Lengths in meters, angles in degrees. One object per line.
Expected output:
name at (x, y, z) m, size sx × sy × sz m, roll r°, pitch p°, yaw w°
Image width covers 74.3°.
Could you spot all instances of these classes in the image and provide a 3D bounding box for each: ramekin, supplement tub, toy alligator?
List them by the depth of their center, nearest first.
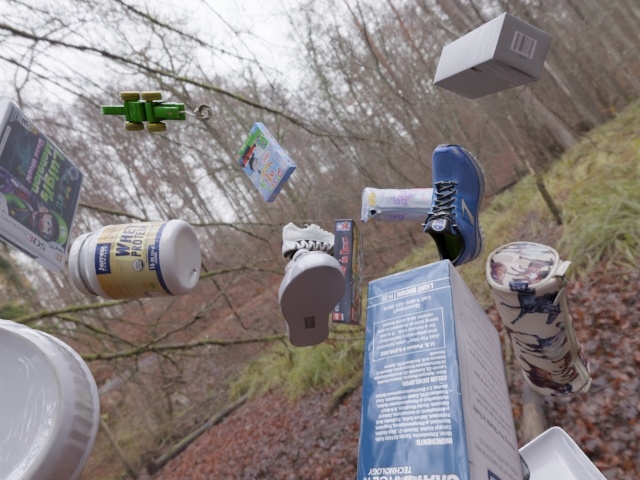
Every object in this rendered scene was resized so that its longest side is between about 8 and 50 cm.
ramekin at (-0.408, 0.214, 0.485) m, size 0.272 × 0.273 × 0.127 m, roll -32°, pitch -11°, yaw -35°
toy alligator at (-0.239, -0.196, 0.641) m, size 0.189 × 0.056 × 0.051 m, roll 5°, pitch 23°, yaw 13°
supplement tub at (-0.546, 0.061, 1.267) m, size 0.316 × 0.229 × 0.228 m, roll -5°, pitch -1°, yaw 6°

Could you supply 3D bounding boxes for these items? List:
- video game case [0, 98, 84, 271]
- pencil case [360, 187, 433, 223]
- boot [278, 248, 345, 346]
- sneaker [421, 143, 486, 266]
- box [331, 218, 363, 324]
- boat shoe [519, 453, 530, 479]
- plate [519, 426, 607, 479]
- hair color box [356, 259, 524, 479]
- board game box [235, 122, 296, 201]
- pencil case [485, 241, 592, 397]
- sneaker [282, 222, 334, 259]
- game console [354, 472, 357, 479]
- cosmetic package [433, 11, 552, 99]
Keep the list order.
video game case at (-0.421, -0.075, 0.618) m, size 0.022 × 0.191 × 0.173 m, roll -9°, pitch -31°, yaw 3°
pencil case at (0.262, -0.110, 1.330) m, size 0.273 × 0.114 × 0.124 m, roll -1°, pitch 8°, yaw -8°
boot at (-0.026, 0.061, 0.650) m, size 0.095 × 0.123 × 0.258 m, roll -5°, pitch -34°, yaw -11°
sneaker at (0.338, -0.079, 1.074) m, size 0.129 × 0.330 × 0.147 m, roll 3°, pitch 23°, yaw 46°
box at (0.068, 0.082, 1.007) m, size 0.044 × 0.233 × 0.159 m, roll -1°, pitch -12°, yaw 14°
boat shoe at (0.270, 0.319, 0.739) m, size 0.084 × 0.233 × 0.079 m, roll -19°, pitch -34°, yaw -34°
plate at (0.462, 0.563, 0.832) m, size 0.277 × 0.278 × 0.045 m, roll -33°, pitch -47°, yaw -1°
hair color box at (0.119, 0.211, 0.401) m, size 0.105 × 0.174 × 0.347 m, roll -20°, pitch 41°, yaw 29°
board game box at (-0.186, -0.259, 1.401) m, size 0.039 × 0.211 × 0.160 m, roll -13°, pitch -31°, yaw -50°
pencil case at (0.545, 0.205, 1.038) m, size 0.160 × 0.410 × 0.183 m, roll -37°, pitch 25°, yaw -14°
sneaker at (0.000, 0.000, 1.456) m, size 0.292 × 0.118 × 0.110 m, roll 5°, pitch -28°, yaw -34°
game console at (0.150, 0.448, 0.553) m, size 0.044 × 0.361 × 0.213 m, roll -29°, pitch 4°, yaw 39°
cosmetic package at (0.372, -0.400, 0.946) m, size 0.238 × 0.127 × 0.107 m, roll -158°, pitch 83°, yaw -76°
